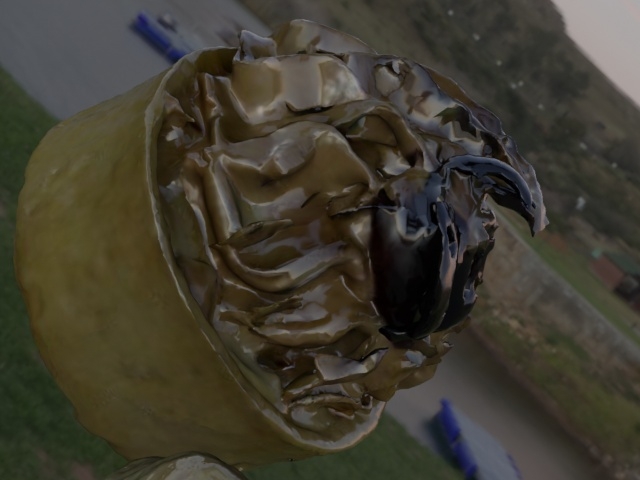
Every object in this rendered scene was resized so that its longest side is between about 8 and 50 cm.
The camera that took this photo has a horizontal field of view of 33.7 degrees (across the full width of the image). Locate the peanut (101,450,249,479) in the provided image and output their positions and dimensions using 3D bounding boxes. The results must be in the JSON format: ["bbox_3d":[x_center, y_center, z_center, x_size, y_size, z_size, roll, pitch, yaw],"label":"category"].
[{"bbox_3d":[-0.098,0.160,0.525,0.086,0.228,0.104,39,54,-16],"label":"peanut"}]

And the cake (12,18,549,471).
[{"bbox_3d":[-0.005,-0.006,0.774,0.332,0.321,0.332,43,36,-42],"label":"cake"}]
